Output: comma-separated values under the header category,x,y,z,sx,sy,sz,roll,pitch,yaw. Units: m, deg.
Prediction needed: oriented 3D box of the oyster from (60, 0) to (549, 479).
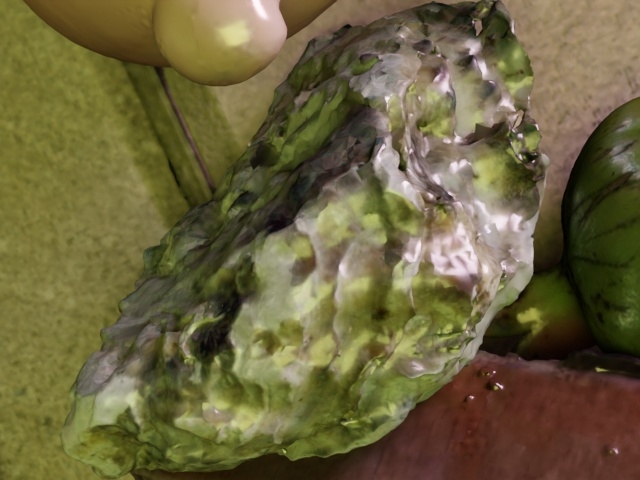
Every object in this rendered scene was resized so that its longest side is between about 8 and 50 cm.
category,x,y,z,sx,sy,sz,roll,pitch,yaw
oyster,0.000,0.000,0.494,0.199,0.112,0.267,6,62,34

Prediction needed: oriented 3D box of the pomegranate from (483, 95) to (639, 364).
category,x,y,z,sx,sy,sz,roll,pitch,yaw
pomegranate,0.160,0.011,0.530,0.191,0.152,0.131,-32,106,32

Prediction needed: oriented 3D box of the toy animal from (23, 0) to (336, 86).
category,x,y,z,sx,sy,sz,roll,pitch,yaw
toy animal,-0.019,-0.182,0.411,0.278,0.345,0.246,-6,93,-25

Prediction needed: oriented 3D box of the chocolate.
category,x,y,z,sx,sy,sz,roll,pitch,yaw
chocolate,0.062,0.121,0.504,0.321,0.112,0.112,6,133,27
